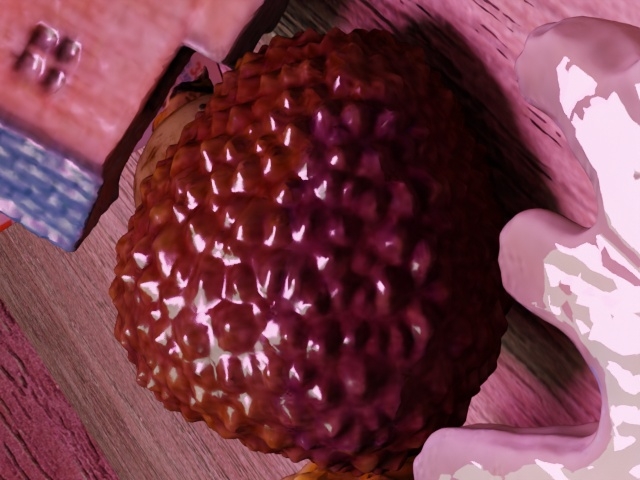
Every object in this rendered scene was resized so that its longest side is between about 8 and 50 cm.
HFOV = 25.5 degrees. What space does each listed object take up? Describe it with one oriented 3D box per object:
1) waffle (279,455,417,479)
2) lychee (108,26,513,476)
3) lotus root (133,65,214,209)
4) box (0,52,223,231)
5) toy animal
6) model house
[{"bbox_3d":[0.079,0.170,0.894,0.219,0.229,0.057,-157,75,-67],"label":"waffle"},{"bbox_3d":[0.000,0.000,0.850,0.271,0.271,0.271,50,157,30],"label":"lychee"},{"bbox_3d":[-0.059,-0.023,1.093,0.257,0.140,0.154,47,162,24],"label":"lotus root"},{"bbox_3d":[-0.218,-0.178,1.100,0.048,0.265,0.273,12,127,48],"label":"box"},{"bbox_3d":[0.175,0.054,0.636,0.266,0.188,0.308,-31,76,50],"label":"toy animal"},{"bbox_3d":[-0.209,-0.109,0.924,0.267,0.325,0.194,31,-176,-1],"label":"model house"}]
